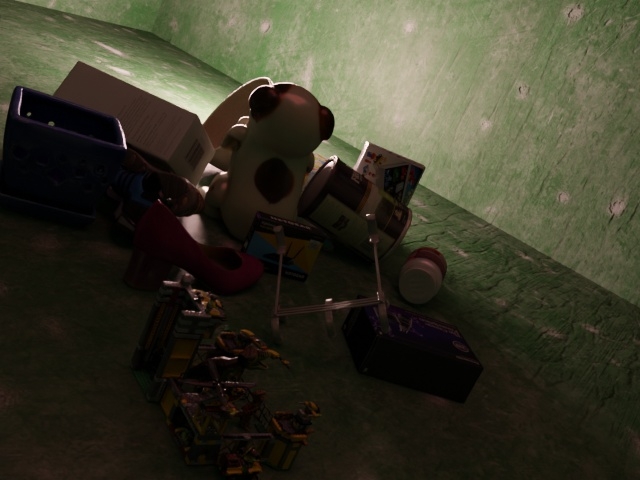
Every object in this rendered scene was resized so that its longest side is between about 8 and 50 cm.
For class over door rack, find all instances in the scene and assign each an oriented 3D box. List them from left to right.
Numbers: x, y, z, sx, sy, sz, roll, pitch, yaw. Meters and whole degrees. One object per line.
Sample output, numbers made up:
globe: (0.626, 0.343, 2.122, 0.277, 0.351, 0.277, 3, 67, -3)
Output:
over door rack: (0.021, 0.088, 1.591, 0.239, 0.108, 0.324, -7, 39, 4)

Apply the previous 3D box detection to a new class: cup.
cup: (-0.209, -0.323, 2.403, 0.237, 0.331, 0.331, 44, 7, -30)

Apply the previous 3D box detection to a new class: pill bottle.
pill bottle: (0.285, 0.098, 2.095, 0.121, 0.121, 0.221, 27, 18, 8)

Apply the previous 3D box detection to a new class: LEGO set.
LEGO set: (-0.138, 0.189, 1.155, 0.254, 0.192, 0.331, 14, 21, -31)

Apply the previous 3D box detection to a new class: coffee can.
coffee can: (0.095, -0.083, 2.144, 0.275, 0.202, 0.201, 34, 15, -15)

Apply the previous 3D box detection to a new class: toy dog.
toy dog: (-0.140, -0.216, 1.954, 0.284, 0.408, 0.395, 21, 18, -10)

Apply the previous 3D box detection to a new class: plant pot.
plant pot: (-0.562, -0.170, 1.587, 0.235, 0.212, 0.236, 16, 21, -27)

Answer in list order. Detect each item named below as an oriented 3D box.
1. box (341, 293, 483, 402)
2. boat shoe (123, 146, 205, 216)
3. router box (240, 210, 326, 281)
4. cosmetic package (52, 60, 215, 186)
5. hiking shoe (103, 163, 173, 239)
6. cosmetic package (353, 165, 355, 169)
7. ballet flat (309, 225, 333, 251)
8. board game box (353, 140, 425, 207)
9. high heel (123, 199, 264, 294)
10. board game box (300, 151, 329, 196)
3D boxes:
box: (0.196, 0.234, 1.629, 0.261, 0.103, 0.184, 19, 21, -18)
boat shoe: (-0.423, -0.136, 1.860, 0.324, 0.123, 0.116, 30, 1, 24)
router box: (-0.094, 0.016, 1.807, 0.178, 0.133, 0.046, 15, 19, -26)
cosmetic package: (-0.493, -0.297, 1.976, 0.384, 0.156, 0.217, 24, -16, 15)
hiking shoe: (-0.415, -0.111, 1.704, 0.113, 0.132, 0.304, 46, 3, -45)
cosmetic package: (0.133, -0.124, 2.467, 0.113, 0.160, 0.309, 24, 19, -7)
ballet flat: (0.000, 0.000, 2.147, 0.041, 0.041, 0.114, 7, 25, -44)
board game box: (0.167, -0.125, 2.272, 0.192, 0.305, 0.053, 21, 15, -12)
high heel: (-0.228, 0.012, 1.561, 0.127, 0.181, 0.377, 35, 20, 29)
board game box: (-0.039, -0.191, 2.453, 0.142, 0.144, 0.275, 22, 18, -11)
